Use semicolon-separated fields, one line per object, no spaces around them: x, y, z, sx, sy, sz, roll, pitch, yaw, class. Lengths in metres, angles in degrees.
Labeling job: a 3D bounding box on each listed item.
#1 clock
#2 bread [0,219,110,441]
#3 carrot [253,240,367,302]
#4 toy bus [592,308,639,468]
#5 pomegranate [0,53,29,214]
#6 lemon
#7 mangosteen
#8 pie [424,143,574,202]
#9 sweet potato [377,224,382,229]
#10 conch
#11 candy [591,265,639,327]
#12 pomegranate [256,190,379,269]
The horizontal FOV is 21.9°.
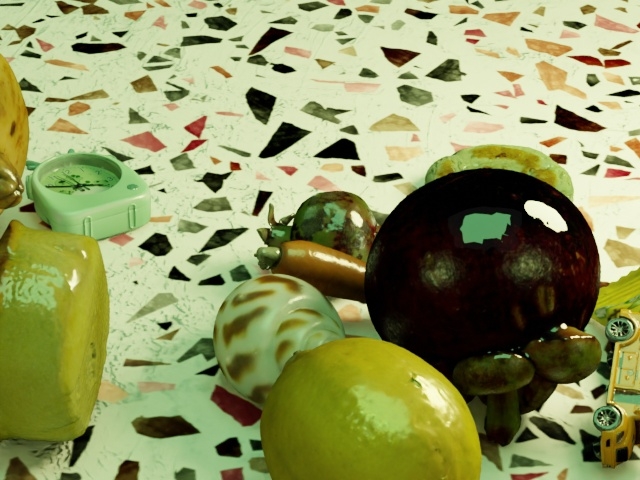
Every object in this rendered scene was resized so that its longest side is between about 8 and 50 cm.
-0.358;-0.076;2.457;0.159;0.066;0.211;-16;36;-28;clock
-0.339;0.111;1.982;0.148;0.270;0.270;4;32;2;bread
0.062;0.060;2.231;0.336;0.069;0.069;16;27;-23;carrot
0.387;0.185;2.035;0.088;0.083;0.194;5;55;15;toy bus
-0.561;-0.125;2.242;0.410;0.410;0.410;2;32;-2;pomegranate
0.056;0.231;1.858;0.236;0.236;0.263;-5;27;-13;lemon
0.210;0.081;2.079;0.306;0.307;0.347;-5;66;-14;mangosteen
0.276;-0.080;2.536;0.240;0.054;0.240;1;33;-1;pie
0.170;0.031;2.346;0.264;0.057;0.057;25;38;31;sweet potato
-0.042;0.126;2.087;0.182;0.149;0.275;-19;36;-25;conch
0.444;0.129;2.170;0.187;0.081;0.297;-27;34;15;candy
0.004;-0.006;2.314;0.169;0.148;0.148;21;36;23;pomegranate
